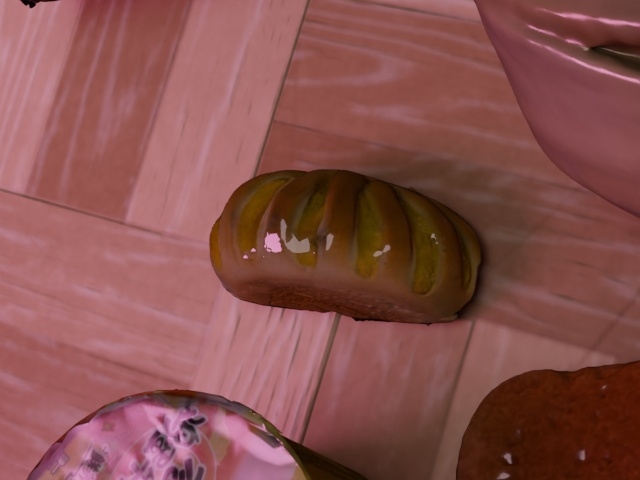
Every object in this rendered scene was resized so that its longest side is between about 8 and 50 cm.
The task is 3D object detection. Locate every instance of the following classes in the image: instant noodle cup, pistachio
[{"bbox_3d":[-0.045,0.182,0.910,0.205,0.153,0.205,-6,77,28],"label":"instant noodle cup"},{"bbox_3d":[0.210,-0.094,0.798,0.332,0.226,0.208,30,115,40],"label":"pistachio"}]

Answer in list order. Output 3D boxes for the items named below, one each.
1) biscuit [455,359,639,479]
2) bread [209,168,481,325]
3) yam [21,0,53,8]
[{"bbox_3d":[0.185,0.173,0.810,0.262,0.052,0.277,-14,51,22],"label":"biscuit"},{"bbox_3d":[0.000,0.000,0.964,0.157,0.094,0.083,3,84,37],"label":"bread"},{"bbox_3d":[-0.072,-0.227,1.035,0.280,0.131,0.131,-9,74,27],"label":"yam"}]
